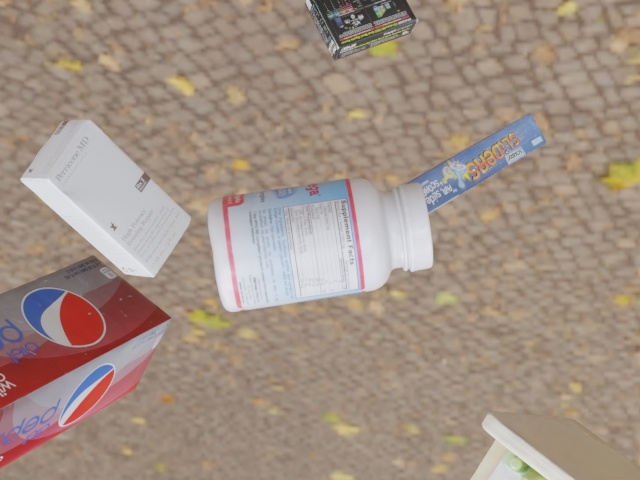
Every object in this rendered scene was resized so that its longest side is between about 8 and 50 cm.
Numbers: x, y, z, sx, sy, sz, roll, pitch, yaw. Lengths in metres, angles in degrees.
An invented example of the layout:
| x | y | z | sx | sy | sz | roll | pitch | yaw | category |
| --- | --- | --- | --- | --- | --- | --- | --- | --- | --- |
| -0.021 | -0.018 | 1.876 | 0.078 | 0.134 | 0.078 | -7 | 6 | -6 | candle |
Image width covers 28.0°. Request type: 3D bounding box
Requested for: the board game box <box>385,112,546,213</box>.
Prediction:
| x | y | z | sx | sy | sz | roll | pitch | yaw | category |
| --- | --- | --- | --- | --- | --- | --- | --- | --- | --- |
| 0.105 | -0.050 | 1.227 | 0.201 | 0.035 | 0.136 | -30 | -179 | -35 | board game box |

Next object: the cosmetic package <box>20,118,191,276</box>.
| x | y | z | sx | sy | sz | roll | pitch | yaw | category |
| --- | --- | --- | --- | --- | --- | --- | --- | --- | --- |
| -0.310 | -0.060 | 1.880 | 0.085 | 0.117 | 0.231 | 3 | 145 | 47 | cosmetic package |

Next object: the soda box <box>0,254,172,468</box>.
| x | y | z | sx | sy | sz | roll | pitch | yaw | category |
| --- | --- | --- | --- | --- | --- | --- | --- | --- | --- |
| -0.227 | 0.099 | 0.929 | 0.092 | 0.263 | 0.083 | 38 | 120 | 15 | soda box |

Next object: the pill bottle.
| x | y | z | sx | sy | sz | roll | pitch | yaw | category |
| --- | --- | --- | --- | --- | --- | --- | --- | --- | --- |
| 0.000 | 0.000 | 0.964 | 0.160 | 0.087 | 0.087 | -8 | 152 | -2 | pill bottle |

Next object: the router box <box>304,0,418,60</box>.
| x | y | z | sx | sy | sz | roll | pitch | yaw | category |
| --- | --- | --- | --- | --- | --- | --- | --- | --- | --- |
| 0.053 | -0.301 | 1.697 | 0.122 | 0.092 | 0.038 | -22 | 165 | -17 | router box |

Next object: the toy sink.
| x | y | z | sx | sy | sz | roll | pitch | yaw | category |
| --- | --- | --- | --- | --- | --- | --- | --- | --- | --- |
| 0.223 | 0.259 | 1.205 | 0.153 | 0.131 | 0.234 | 36 | -170 | 30 | toy sink |
